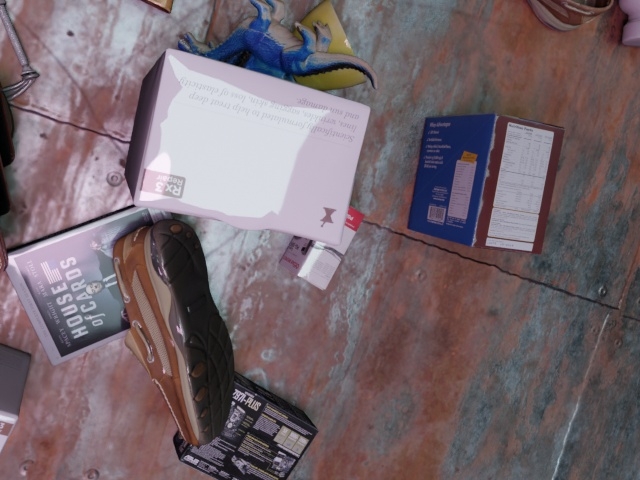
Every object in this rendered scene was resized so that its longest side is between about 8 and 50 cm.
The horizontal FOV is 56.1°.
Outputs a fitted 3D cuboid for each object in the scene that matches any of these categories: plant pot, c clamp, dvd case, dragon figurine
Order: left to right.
[{"bbox_3d":[-0.426,-0.265,0.793,0.137,0.022,0.161,-16,105,-17],"label":"c clamp"},{"bbox_3d":[-0.313,0.056,0.887,0.238,0.029,0.179,-23,106,-17],"label":"dvd case"},{"bbox_3d":[-0.056,-0.243,0.836,0.289,0.085,0.144,30,122,6],"label":"dragon figurine"},{"bbox_3d":[-0.001,-0.282,0.910,0.095,0.134,0.134,-24,108,10],"label":"plant pot"}]

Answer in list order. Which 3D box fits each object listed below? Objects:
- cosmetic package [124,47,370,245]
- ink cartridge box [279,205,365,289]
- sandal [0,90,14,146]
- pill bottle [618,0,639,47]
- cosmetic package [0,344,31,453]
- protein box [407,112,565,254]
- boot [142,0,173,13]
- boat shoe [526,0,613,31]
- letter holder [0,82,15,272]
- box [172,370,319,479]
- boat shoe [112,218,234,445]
[{"bbox_3d":[-0.119,-0.113,0.741,0.217,0.385,0.156,11,95,-23],"label":"cosmetic package"},{"bbox_3d":[0.000,0.000,0.960,0.056,0.099,0.135,29,87,-23],"label":"ink cartridge box"},{"bbox_3d":[-0.462,-0.216,0.754,0.090,0.060,0.219,-12,105,-5],"label":"sandal"},{"bbox_3d":[0.632,-0.496,1.094,0.153,0.153,0.265,-2,99,-21],"label":"pill bottle"},{"bbox_3d":[-0.441,0.194,0.750,0.117,0.231,0.085,26,89,-22],"label":"cosmetic package"},{"bbox_3d":[0.264,-0.096,0.992,0.136,0.200,0.201,7,96,-22],"label":"protein box"},{"bbox_3d":[-0.176,-0.454,0.820,0.264,0.096,0.280,16,94,-23],"label":"boot"},{"bbox_3d":[0.370,-0.477,1.015,0.324,0.116,0.123,23,90,-23],"label":"boat shoe"},{"bbox_3d":[-0.529,-0.064,0.696,0.302,0.152,0.214,-4,124,-14],"label":"letter holder"},{"bbox_3d":[-0.121,0.316,0.977,0.180,0.077,0.147,36,85,-23],"label":"box"},{"bbox_3d":[-0.214,0.132,0.866,0.120,0.122,0.324,-8,97,22],"label":"boat shoe"}]
